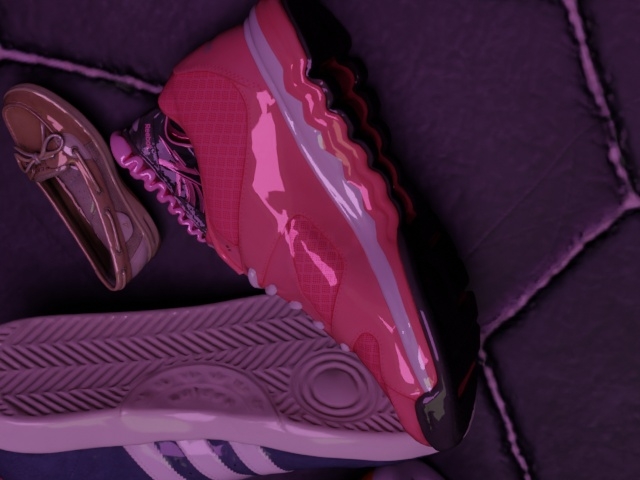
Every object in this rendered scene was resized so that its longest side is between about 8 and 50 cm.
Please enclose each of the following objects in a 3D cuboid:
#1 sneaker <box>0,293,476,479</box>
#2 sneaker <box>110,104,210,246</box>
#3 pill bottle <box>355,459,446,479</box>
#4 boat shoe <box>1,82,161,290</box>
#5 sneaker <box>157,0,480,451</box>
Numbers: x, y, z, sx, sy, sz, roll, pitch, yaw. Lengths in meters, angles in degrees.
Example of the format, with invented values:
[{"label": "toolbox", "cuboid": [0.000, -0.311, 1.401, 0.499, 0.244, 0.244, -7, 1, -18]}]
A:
[{"label": "sneaker", "cuboid": [-0.070, 0.128, 1.193, 0.350, 0.131, 0.148, 2, 138, -2]}, {"label": "sneaker", "cuboid": [-0.085, -0.043, 1.152, 0.057, 0.047, 0.119, -43, 104, 10]}, {"label": "pill bottle", "cuboid": [0.007, 0.261, 1.228, 0.221, 0.121, 0.121, -39, 104, 20]}, {"label": "boat shoe", "cuboid": [-0.168, -0.037, 1.151, 0.056, 0.048, 0.153, -13, 118, 40]}, {"label": "sneaker", "cuboid": [0.000, 0.000, 1.114, 0.136, 0.116, 0.314, -24, 93, 21]}]
